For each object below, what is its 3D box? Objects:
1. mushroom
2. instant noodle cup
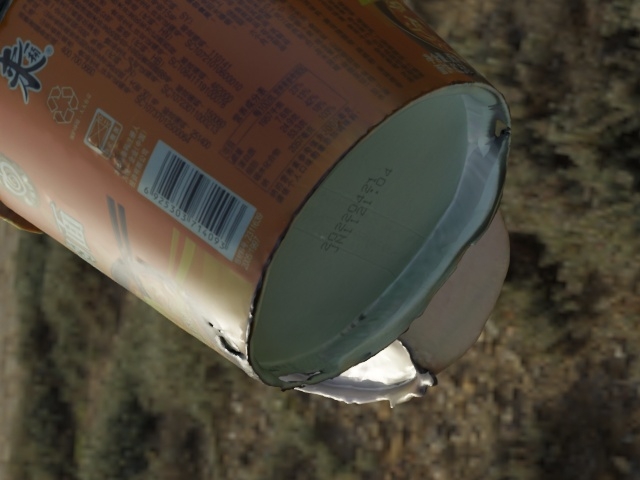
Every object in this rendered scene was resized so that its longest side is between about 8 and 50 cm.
[{"bbox_3d":[0.012,-0.007,1.136,0.236,0.173,0.162,52,139,0],"label":"mushroom"},{"bbox_3d":[-0.030,-0.050,0.765,0.182,0.230,0.230,39,121,28],"label":"instant noodle cup"}]
